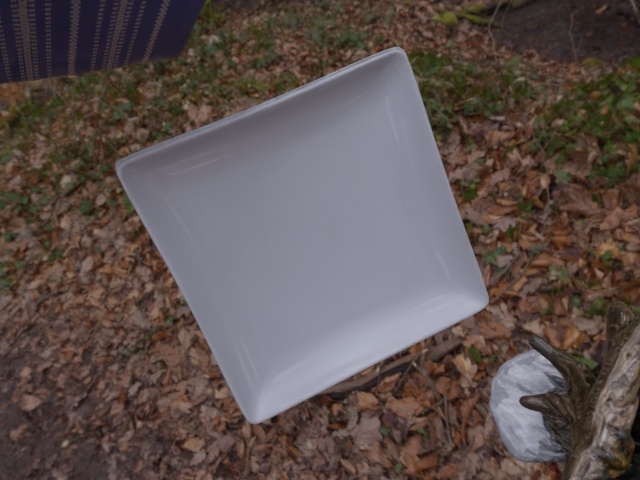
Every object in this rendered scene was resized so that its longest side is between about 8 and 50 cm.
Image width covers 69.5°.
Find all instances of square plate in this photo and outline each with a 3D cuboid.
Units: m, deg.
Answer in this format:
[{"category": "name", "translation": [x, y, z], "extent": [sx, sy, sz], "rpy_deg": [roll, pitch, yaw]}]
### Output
[{"category": "square plate", "translation": [0.000, 0.000, 0.555], "extent": [0.344, 0.347, 0.049], "rpy_deg": [-25, 14, -8]}]

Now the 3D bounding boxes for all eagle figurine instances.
[{"category": "eagle figurine", "translation": [0.294, 0.188, 0.335], "extent": [0.226, 0.298, 0.225], "rpy_deg": [-46, 14, 31]}]

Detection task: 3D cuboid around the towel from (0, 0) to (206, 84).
[{"category": "towel", "translation": [-0.236, -0.180, 0.338], "extent": [0.336, 0.040, 0.243], "rpy_deg": [-22, 3, -30]}]
